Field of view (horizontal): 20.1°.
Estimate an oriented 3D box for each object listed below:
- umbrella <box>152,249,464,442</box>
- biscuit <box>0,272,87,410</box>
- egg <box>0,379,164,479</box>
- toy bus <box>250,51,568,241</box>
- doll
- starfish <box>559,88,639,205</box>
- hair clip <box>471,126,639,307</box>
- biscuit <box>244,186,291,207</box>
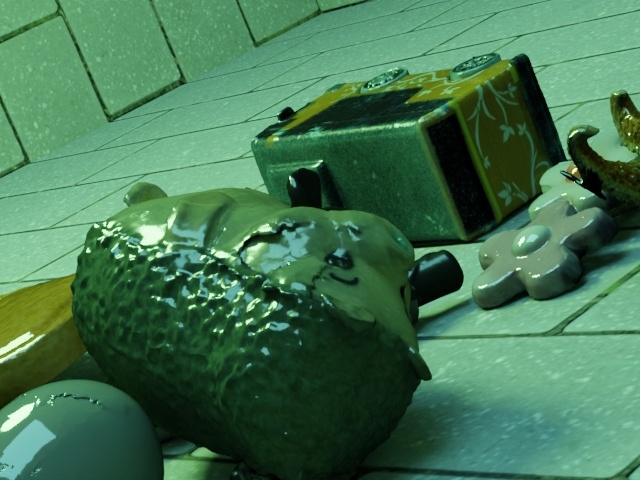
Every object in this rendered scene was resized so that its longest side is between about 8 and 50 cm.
[{"bbox_3d":[-0.025,0.091,1.640,0.337,0.067,0.073,-24,-29,-9],"label":"umbrella"},{"bbox_3d":[-0.394,0.150,1.888,0.455,0.078,0.350,-32,15,-4],"label":"biscuit"},{"bbox_3d":[-0.200,0.189,1.358,0.146,0.146,0.198,-13,23,34],"label":"egg"},{"bbox_3d":[0.091,-0.093,1.998,0.194,0.162,0.323,-35,20,-35],"label":"toy bus"},{"bbox_3d":[-0.049,0.062,1.434,0.247,0.247,0.349,-26,27,-16],"label":"doll"},{"bbox_3d":[0.347,-0.089,1.556,0.303,0.113,0.312,-20,33,-15],"label":"starfish"},{"bbox_3d":[0.233,-0.020,1.680,0.146,0.075,0.257,-3,27,44],"label":"hair clip"},{"bbox_3d":[0.000,0.000,1.840,0.181,0.049,0.208,21,3,-21],"label":"biscuit"}]
